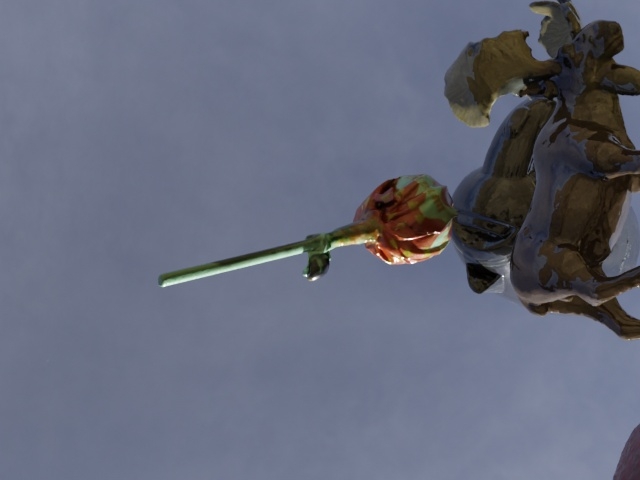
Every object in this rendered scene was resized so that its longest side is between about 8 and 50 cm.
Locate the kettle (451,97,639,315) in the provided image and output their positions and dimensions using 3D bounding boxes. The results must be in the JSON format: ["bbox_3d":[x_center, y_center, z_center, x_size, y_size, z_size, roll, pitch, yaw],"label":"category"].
[{"bbox_3d":[0.278,-0.047,0.975,0.290,0.207,0.269,16,-89,-50],"label":"kettle"}]

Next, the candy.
[{"bbox_3d":[0.001,0.000,0.612,0.287,0.084,0.078,-14,-100,-37],"label":"candy"}]

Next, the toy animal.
[{"bbox_3d":[0.160,-0.057,0.470,0.093,0.186,0.214,16,-88,-42],"label":"toy animal"}]

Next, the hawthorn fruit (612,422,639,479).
[{"bbox_3d":[0.350,0.235,0.623,0.249,0.215,0.215,-15,-94,-64],"label":"hawthorn fruit"}]
